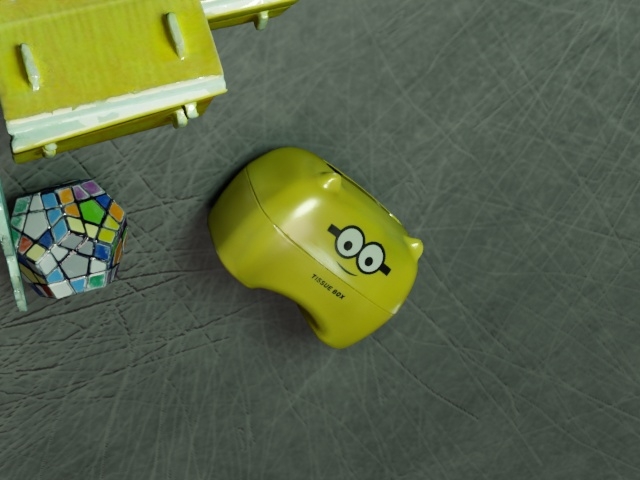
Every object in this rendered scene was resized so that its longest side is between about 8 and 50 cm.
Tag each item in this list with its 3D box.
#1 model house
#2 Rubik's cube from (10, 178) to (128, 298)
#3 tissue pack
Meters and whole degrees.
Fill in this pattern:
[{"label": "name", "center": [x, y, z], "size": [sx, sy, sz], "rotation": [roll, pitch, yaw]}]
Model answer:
[{"label": "model house", "center": [-0.134, -0.123, 1.319], "size": [0.300, 0.323, 0.340], "rotation": [-13, 124, -9]}, {"label": "Rubik's cube", "center": [-0.215, -0.002, 1.510], "size": [0.111, 0.093, 0.111], "rotation": [-9, 122, -15]}, {"label": "tissue pack", "center": [0.000, 0.000, 1.560], "size": [0.127, 0.123, 0.178], "rotation": [-44, 123, 11]}]
